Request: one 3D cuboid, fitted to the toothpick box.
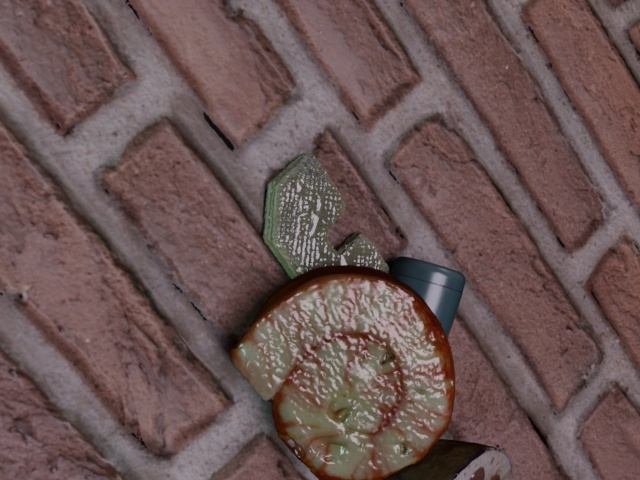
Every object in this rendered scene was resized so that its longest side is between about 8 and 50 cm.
[{"bbox_3d":[0.153,0.126,1.707,0.120,0.120,0.184,18,88,-29],"label":"toothpick box"}]

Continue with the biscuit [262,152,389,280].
[{"bbox_3d":[0.000,0.000,1.656,0.147,0.046,0.250,-41,110,-22],"label":"biscuit"}]

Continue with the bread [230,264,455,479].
[{"bbox_3d":[0.051,0.195,1.592,0.295,0.114,0.327,-31,100,1],"label":"bread"}]

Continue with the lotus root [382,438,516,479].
[{"bbox_3d":[0.169,0.427,1.685,0.272,0.192,0.272,-12,107,-46],"label":"lotus root"}]
